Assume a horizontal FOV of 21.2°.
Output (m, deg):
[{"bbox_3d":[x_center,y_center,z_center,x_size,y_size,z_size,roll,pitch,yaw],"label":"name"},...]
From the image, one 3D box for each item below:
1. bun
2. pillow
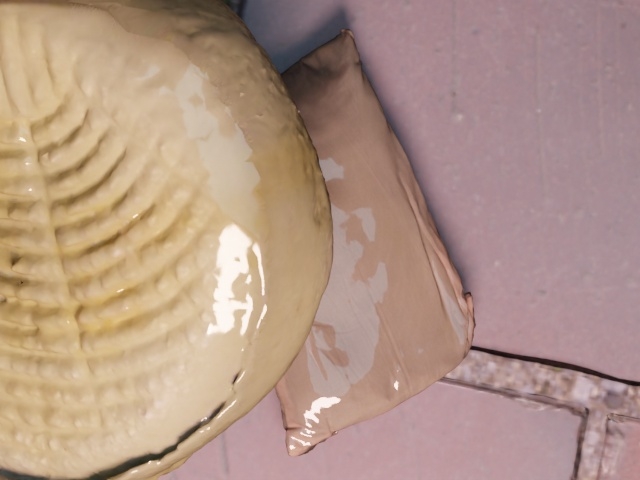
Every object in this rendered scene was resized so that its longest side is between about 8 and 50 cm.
[{"bbox_3d":[-0.150,-0.019,1.137,0.364,0.202,0.364,7,105,27],"label":"bun"},{"bbox_3d":[0.000,0.000,1.242,0.173,0.067,0.270,-24,87,-9],"label":"pillow"}]
